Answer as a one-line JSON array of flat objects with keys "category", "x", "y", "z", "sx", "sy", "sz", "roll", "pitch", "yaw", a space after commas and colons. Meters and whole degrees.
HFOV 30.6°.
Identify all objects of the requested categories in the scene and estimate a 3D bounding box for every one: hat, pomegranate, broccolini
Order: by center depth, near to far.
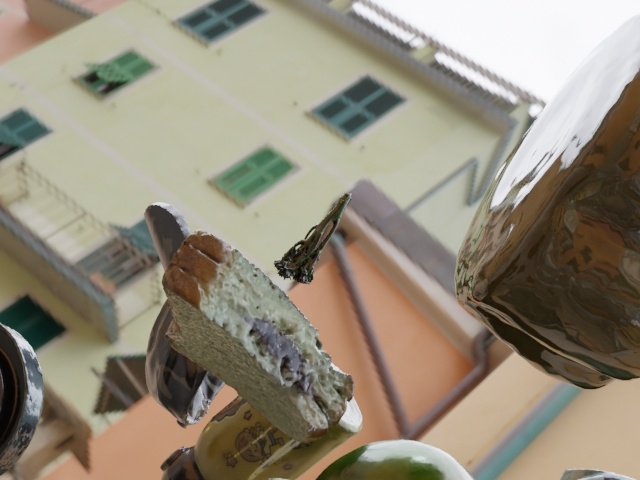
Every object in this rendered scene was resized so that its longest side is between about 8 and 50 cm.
[{"category": "pomegranate", "x": 0.070, "y": 0.397, "z": 1.717, "sx": 0.358, "sy": 0.216, "sz": 0.309, "roll": 24, "pitch": -43, "yaw": -29}, {"category": "broccolini", "x": -0.004, "y": -0.004, "z": 2.177, "sx": 0.074, "sy": 0.201, "sz": 0.058, "roll": 39, "pitch": -6, "yaw": -20}, {"category": "hat", "x": -0.283, "y": 0.140, "z": 2.231, "sx": 0.382, "sy": 0.257, "sz": 0.366, "roll": 47, "pitch": -14, "yaw": 17}]

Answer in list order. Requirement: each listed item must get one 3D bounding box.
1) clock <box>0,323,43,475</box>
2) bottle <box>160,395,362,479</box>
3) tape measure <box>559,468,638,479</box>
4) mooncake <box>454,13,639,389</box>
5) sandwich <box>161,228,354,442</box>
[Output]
[{"category": "clock", "x": -0.564, "y": 0.256, "z": 1.849, "sx": 0.280, "sy": 0.281, "sz": 0.055, "roll": 33, "pitch": -1, "yaw": 28}, {"category": "bottle", "x": -0.115, "y": 0.342, "z": 1.909, "sx": 0.171, "sy": 0.351, "sz": 0.171, "roll": 47, "pitch": 13, "yaw": -14}, {"category": "tape measure", "x": 0.497, "y": 0.535, "z": 2.049, "sx": 0.275, "sy": 0.256, "sz": 0.147, "roll": 30, "pitch": -9, "yaw": 21}, {"category": "mooncake", "x": 0.379, "y": -0.047, "z": 1.494, "sx": 0.262, "sy": 0.467, "sz": 0.467, "roll": 33, "pitch": -34, "yaw": -2}, {"category": "sandwich", "x": -0.070, "y": 0.121, "z": 1.397, "sx": 0.254, "sy": 0.100, "sz": 0.288, "roll": 36, "pitch": -20, "yaw": 9}]
